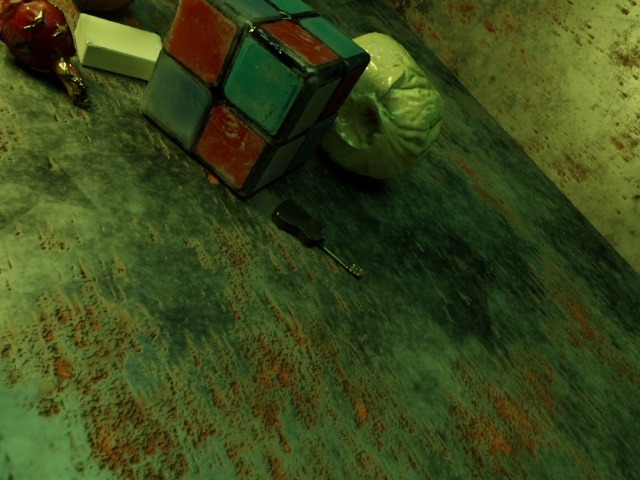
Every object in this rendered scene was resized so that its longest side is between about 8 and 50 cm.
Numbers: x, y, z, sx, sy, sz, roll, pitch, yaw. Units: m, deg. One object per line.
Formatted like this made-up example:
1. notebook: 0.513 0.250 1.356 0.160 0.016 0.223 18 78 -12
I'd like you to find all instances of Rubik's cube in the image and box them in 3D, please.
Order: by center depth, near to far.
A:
1. Rubik's cube: -0.133 -0.335 1.133 0.318 0.313 0.316 39 35 4

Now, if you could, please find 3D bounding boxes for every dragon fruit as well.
1. dragon fruit: -0.517 -0.363 1.013 0.246 0.125 0.125 52 22 -4

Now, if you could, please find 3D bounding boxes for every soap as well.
1. soap: -0.438 -0.425 1.187 0.183 0.064 0.122 5 48 -37

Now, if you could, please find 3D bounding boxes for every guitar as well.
1. guitar: 0.000 0.000 1.122 0.233 0.025 0.088 40 34 3

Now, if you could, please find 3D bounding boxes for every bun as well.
1. bun: 0.127 -0.333 1.344 0.348 0.353 0.227 18 20 17

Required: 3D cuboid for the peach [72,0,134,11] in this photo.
1. peach: -0.527 -0.650 1.264 0.214 0.214 0.236 24 55 -19
